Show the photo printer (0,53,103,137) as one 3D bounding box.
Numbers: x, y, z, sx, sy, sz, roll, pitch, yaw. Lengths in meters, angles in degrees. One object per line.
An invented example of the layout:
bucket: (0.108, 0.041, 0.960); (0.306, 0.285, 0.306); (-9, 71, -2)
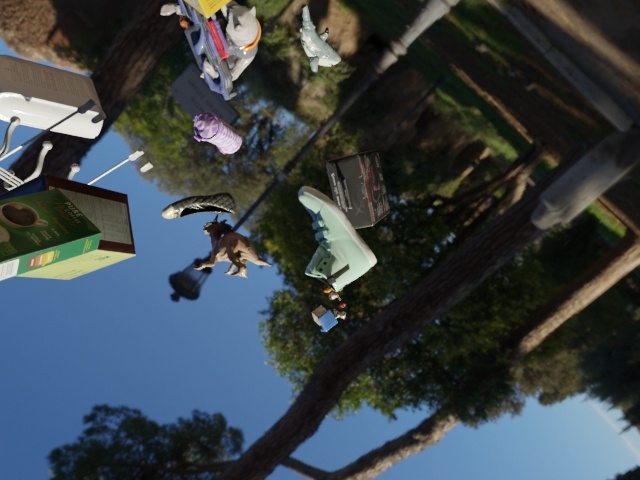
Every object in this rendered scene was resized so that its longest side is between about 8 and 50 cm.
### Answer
photo printer: (-0.808, -0.419, 1.627); (0.307, 0.107, 0.256); (7, -143, -39)

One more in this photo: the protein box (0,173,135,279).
protein box: (-0.513, -0.018, 1.105); (0.201, 0.199, 0.136); (15, -120, -63)

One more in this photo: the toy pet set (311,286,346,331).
toy pet set: (0.037, 0.187, 1.523); (0.065, 0.114, 0.122); (39, 155, 37)

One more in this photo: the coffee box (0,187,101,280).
coffee box: (-0.407, -0.007, 0.762); (0.113, 0.040, 0.184); (39, -147, 16)

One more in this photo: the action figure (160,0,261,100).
action figure: (-0.248, -0.513, 1.297); (0.330, 0.178, 0.342); (24, 138, 51)

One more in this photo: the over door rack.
over door rack: (-0.598, -0.206, 1.326); (0.239, 0.324, 0.108); (58, -169, -65)

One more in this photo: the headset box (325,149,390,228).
headset box: (0.118, -0.161, 1.753); (0.293, 0.110, 0.218); (-35, -67, -68)

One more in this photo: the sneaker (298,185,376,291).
sneaker: (0.000, 0.000, 1.337); (0.256, 0.151, 0.094); (50, 166, -1)

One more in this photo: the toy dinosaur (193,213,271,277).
toy dinosaur: (-0.302, 0.014, 1.891); (0.295, 0.201, 0.127); (7, 175, 31)

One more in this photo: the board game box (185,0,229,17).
board game box: (-0.183, -0.509, 0.909); (0.316, 0.242, 0.064); (42, 169, 32)

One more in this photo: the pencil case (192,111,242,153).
pencil case: (-0.300, -0.312, 1.666); (0.086, 0.088, 0.206); (31, -175, 13)

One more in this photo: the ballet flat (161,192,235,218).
ballet flat: (-0.275, -0.074, 1.290); (0.173, 0.057, 0.049); (-13, -106, -27)

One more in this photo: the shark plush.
shark plush: (-0.009, -0.449, 1.239); (0.073, 0.067, 0.161); (-94, -17, -48)
